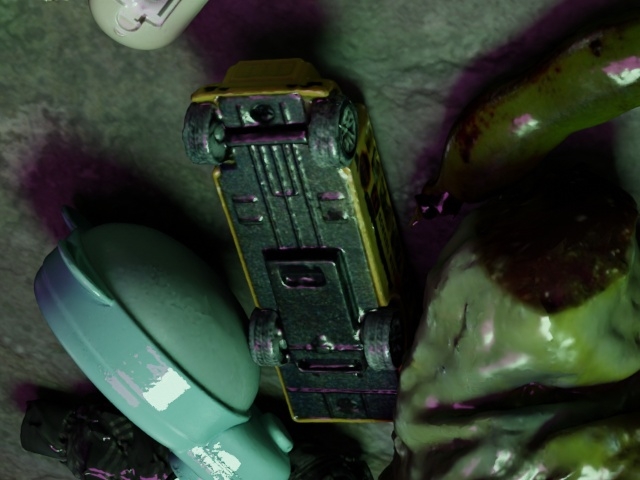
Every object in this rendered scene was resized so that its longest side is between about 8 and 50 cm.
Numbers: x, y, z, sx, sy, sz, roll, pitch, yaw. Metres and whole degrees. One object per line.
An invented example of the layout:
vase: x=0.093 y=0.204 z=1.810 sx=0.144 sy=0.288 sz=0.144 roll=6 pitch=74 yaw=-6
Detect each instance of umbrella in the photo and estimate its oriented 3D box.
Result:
umbrella: x=-0.123 y=0.217 z=1.513 sx=0.337 sy=0.154 sz=0.128 roll=11 pitch=93 yaw=6

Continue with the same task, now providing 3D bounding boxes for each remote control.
remote control: x=-0.094 y=-0.214 z=1.185 sx=0.078 sy=0.042 sz=0.221 roll=35 pitch=132 yaw=-13

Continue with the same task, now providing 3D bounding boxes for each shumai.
shumai: x=0.170 y=0.077 z=1.270 sx=0.304 sy=0.309 sz=0.263 roll=12 pitch=119 yaw=63

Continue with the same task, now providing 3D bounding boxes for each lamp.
lamp: x=-0.123 y=0.099 z=1.364 sx=0.147 sy=0.209 sz=0.284 roll=-23 pitch=105 yaw=1

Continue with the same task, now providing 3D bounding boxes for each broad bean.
broad bean: x=0.174 y=-0.103 z=1.190 sx=0.077 sy=0.061 sz=0.339 roll=36 pitch=132 yaw=-25

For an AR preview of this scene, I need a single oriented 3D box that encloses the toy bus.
toy bus: x=0.000 y=0.000 z=1.294 sx=0.121 sy=0.123 sz=0.335 roll=0 pitch=130 yaw=19
